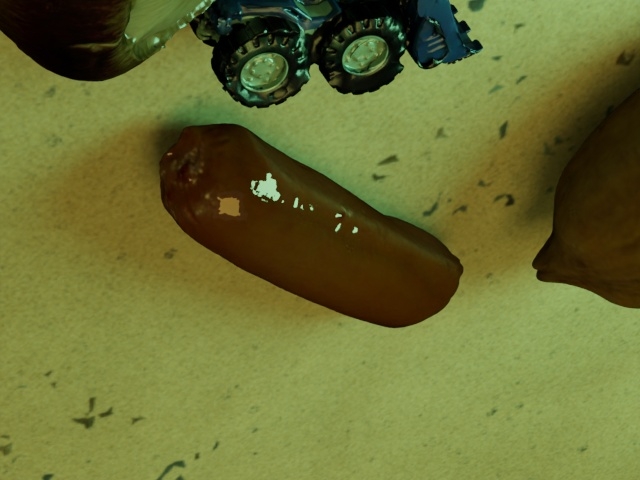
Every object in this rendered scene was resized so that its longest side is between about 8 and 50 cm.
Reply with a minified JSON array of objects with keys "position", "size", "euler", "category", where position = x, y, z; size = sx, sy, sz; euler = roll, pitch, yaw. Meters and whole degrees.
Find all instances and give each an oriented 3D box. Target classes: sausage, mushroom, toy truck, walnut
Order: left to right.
[{"position":[-0.105,-0.231,1.136],"size":[0.278,0.163,0.297],"euler":[-39,172,-15],"category":"mushroom"},{"position":[0.000,0.000,1.515],"size":[0.097,0.094,0.348],"euler":[-41,137,21],"category":"sausage"},{"position":[0.010,-0.184,1.328],"size":[0.208,0.113,0.126],"euler":[-10,133,-20],"category":"toy truck"},{"position":[0.327,-0.049,1.562],"size":[0.336,0.209,0.209],"euler":[-30,139,23],"category":"walnut"}]
